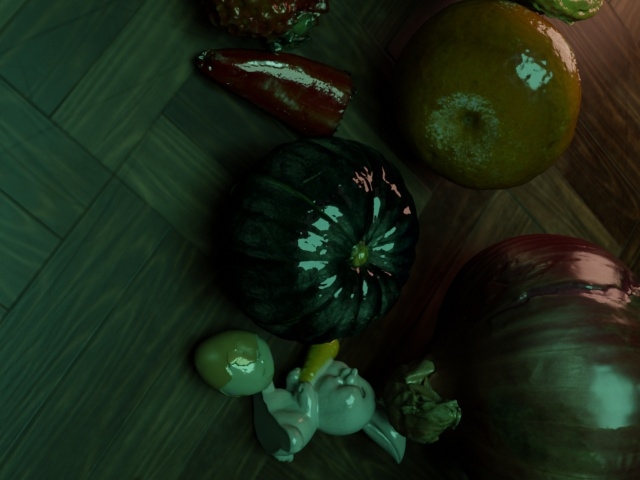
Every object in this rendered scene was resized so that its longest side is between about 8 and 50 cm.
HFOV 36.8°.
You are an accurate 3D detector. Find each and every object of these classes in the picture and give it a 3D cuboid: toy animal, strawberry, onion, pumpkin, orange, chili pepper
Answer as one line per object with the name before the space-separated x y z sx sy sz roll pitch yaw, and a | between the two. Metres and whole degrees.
toy animal | 0.014 0.184 1.077 0.182 0.131 0.127 -8 128 -27
strawberry | -0.060 -0.311 0.965 0.175 0.107 0.236 -28 94 -21
onion | 0.268 0.168 1.088 0.354 0.354 0.353 -1 92 -34
pumpkin | 0.000 0.000 1.003 0.221 0.162 0.220 -10 108 -32
orange | 0.192 -0.168 1.095 0.224 0.224 0.170 56 42 -22
chili pepper | -0.055 -0.167 1.026 0.169 0.065 0.088 18 103 -27

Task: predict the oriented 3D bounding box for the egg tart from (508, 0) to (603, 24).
egg tart | 0.216 -0.367 1.132 0.294 0.123 0.294 20 55 -32

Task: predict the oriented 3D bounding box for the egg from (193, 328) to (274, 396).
egg | -0.090 0.127 1.000 0.083 0.071 0.071 5 89 -28
